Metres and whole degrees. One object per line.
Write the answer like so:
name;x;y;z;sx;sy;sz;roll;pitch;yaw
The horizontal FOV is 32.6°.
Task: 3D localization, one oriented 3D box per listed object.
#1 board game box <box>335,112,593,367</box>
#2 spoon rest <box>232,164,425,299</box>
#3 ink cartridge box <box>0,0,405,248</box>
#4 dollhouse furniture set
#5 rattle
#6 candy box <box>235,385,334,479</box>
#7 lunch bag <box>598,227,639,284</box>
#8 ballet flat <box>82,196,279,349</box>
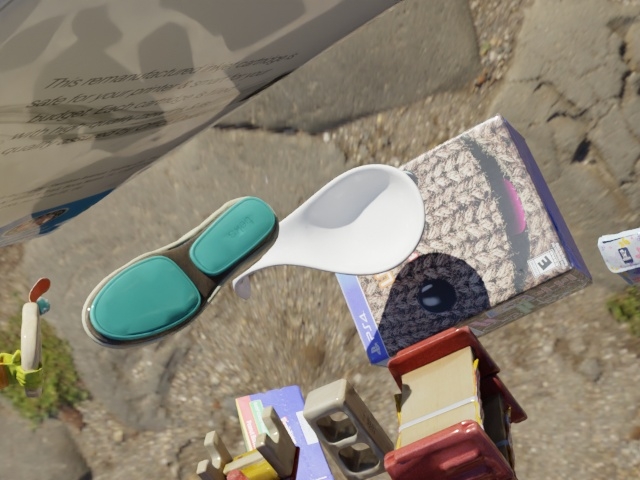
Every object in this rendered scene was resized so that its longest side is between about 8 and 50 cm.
board game box;0.174;0.009;1.468;0.291;0.141;0.232;-28;70;18
spoon rest;0.000;0.000;1.351;0.276;0.084;0.137;-23;72;20
ink cartridge box;-0.140;-0.121;0.510;0.395;0.285;0.166;-27;87;33
dollhouse furniture set;0.044;0.267;1.232;0.374;0.201;0.152;-26;112;18
rattle;-0.516;0.160;1.804;0.143;0.130;0.199;-11;65;2
candy box;-0.040;0.447;1.810;0.122;0.268;0.317;-12;118;-8
lunch bag;0.399;0.016;1.379;0.083;0.071;0.053;36;56;-30
ballet flat;-0.139;0.041;1.094;0.248;0.086;0.086;-33;81;-35
